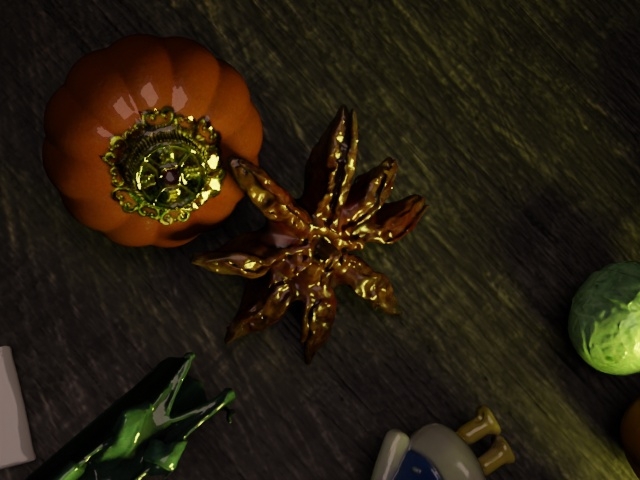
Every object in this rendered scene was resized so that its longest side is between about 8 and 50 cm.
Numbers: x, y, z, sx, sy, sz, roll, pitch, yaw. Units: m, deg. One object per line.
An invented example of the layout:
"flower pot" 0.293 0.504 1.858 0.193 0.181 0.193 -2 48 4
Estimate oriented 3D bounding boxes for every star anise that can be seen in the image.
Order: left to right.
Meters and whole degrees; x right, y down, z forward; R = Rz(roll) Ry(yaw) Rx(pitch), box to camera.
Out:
"star anise" 0.001 -0.001 1.070 0.288 0.088 0.288 -14 118 -27

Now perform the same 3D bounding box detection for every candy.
"candy" 0.425 -0.023 1.186 0.119 0.119 0.440 41 67 2

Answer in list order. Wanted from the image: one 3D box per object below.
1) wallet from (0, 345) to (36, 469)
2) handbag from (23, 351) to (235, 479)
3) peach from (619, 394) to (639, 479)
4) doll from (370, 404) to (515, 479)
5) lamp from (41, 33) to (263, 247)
"wallet" -0.332 0.172 1.063 0.061 0.025 0.122 -14 80 -9
"handbag" -0.225 0.235 0.958 0.326 0.238 0.089 -40 92 -14
"peach" 0.386 0.210 1.105 0.138 0.138 0.138 2 78 -8
"doll" 0.070 0.276 1.059 0.293 0.119 0.138 -33 101 -18
"lamp" -0.168 -0.099 1.056 0.223 0.196 0.223 -8 117 -16
